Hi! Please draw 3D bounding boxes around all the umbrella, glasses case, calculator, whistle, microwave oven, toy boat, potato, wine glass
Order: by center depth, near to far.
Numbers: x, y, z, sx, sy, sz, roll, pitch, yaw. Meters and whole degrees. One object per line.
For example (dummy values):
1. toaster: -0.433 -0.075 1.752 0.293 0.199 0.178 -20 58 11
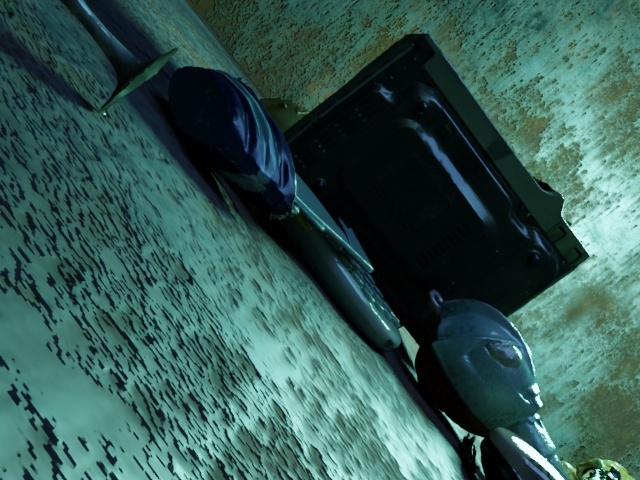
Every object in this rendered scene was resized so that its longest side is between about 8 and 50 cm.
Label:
1. wine glass: -0.170 -0.168 0.549 0.198 0.066 0.066 50 5 -9
2. toy boat: -0.022 -0.057 0.898 0.291 0.067 0.220 37 15 -44
3. glasses case: 0.266 0.320 0.951 0.314 0.075 0.122 52 2 5
4. umbrella: 0.155 0.223 0.991 0.083 0.020 0.031 -86 177 -83
5. calculator: 0.000 0.000 1.047 0.295 0.042 0.184 58 7 31
6. whistle: 0.212 0.208 1.102 0.346 0.133 0.142 63 3 12
7. microwave oven: 0.134 -0.055 1.251 0.355 0.286 0.218 52 5 -11
8. potato: -0.032 -0.150 1.426 0.243 0.098 0.138 52 -4 12

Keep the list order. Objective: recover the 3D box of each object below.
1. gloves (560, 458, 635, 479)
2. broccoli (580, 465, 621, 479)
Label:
1. gloves: 0.557 0.518 1.808 0.356 0.155 0.203 43 6 -43
2. broccoli: 0.393 0.372 1.180 0.198 0.176 0.226 -115 -158 -62
